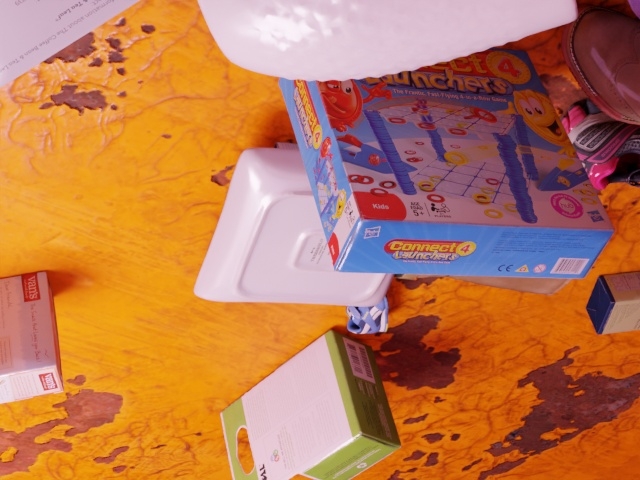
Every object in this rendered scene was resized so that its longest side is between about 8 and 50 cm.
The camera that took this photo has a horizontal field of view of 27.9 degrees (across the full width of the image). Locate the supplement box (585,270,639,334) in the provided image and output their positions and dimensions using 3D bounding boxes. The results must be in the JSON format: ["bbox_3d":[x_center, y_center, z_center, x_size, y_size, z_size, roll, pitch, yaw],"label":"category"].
[{"bbox_3d":[0.470,0.097,2.011,0.083,0.056,0.083,-6,140,-12],"label":"supplement box"}]

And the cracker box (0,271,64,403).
[{"bbox_3d":[-0.455,0.137,1.657,0.232,0.156,0.067,-10,141,-7],"label":"cracker box"}]

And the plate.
[{"bbox_3d":[0.000,0.000,1.666,0.278,0.045,0.277,3,136,-21],"label":"plate"}]

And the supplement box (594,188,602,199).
[{"bbox_3d":[0.325,-0.080,1.715,0.062,0.098,0.036,-2,136,-16],"label":"supplement box"}]

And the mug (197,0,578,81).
[{"bbox_3d":[0.032,-0.335,1.209,0.328,0.276,0.374,-16,112,11],"label":"mug"}]

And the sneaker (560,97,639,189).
[{"bbox_3d":[0.464,-0.121,1.704,0.299,0.112,0.121,-7,141,-12],"label":"sneaker"}]

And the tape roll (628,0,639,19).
[{"bbox_3d":[0.454,-0.349,1.416,0.274,0.090,0.275,-11,148,-7],"label":"tape roll"}]

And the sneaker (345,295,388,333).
[{"bbox_3d":[0.066,0.090,1.867,0.059,0.053,0.144,-9,140,-5],"label":"sneaker"}]

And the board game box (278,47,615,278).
[{"bbox_3d":[0.135,-0.099,1.464,0.308,0.302,0.086,2,138,-22],"label":"board game box"}]

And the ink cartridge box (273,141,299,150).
[{"bbox_3d":[0.013,-0.030,1.706,0.224,0.045,0.223,6,135,-23],"label":"ink cartridge box"}]

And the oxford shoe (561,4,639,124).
[{"bbox_3d":[0.443,-0.181,1.559,0.348,0.130,0.123,27,84,-25],"label":"oxford shoe"}]

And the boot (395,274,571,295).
[{"bbox_3d":[0.259,-0.013,1.790,0.269,0.089,0.236,6,147,-26],"label":"boot"}]

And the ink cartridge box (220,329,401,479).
[{"bbox_3d":[-0.023,0.284,1.962,0.255,0.189,0.097,-38,138,27],"label":"ink cartridge box"}]

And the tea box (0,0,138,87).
[{"bbox_3d":[-0.209,-0.360,1.012,0.329,0.323,0.220,-29,140,14],"label":"tea box"}]
